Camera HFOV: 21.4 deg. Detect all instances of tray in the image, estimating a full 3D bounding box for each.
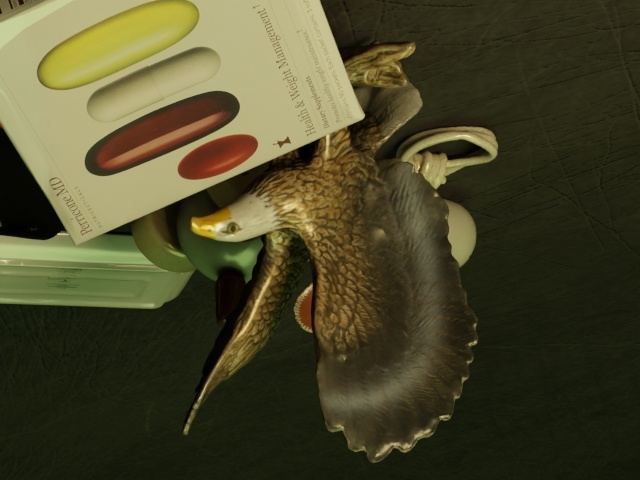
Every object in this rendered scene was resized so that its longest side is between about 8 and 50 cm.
[{"bbox_3d":[-0.250,0.033,1.656,0.270,0.030,0.145,3,154,-21],"label":"tray"}]

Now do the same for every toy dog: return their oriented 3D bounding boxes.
[{"bbox_3d":[0.002,0.012,1.513,0.334,0.161,0.220,-1,156,-14],"label":"toy dog"}]

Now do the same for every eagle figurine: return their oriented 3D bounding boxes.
[{"bbox_3d":[-0.010,0.002,1.301,0.225,0.298,0.226,-8,-172,-9],"label":"eagle figurine"}]

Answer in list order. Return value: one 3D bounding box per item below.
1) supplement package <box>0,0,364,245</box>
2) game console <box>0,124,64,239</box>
[{"bbox_3d":[-0.109,-0.141,1.043,0.203,0.149,0.194,-24,140,1],"label":"supplement package"},{"bbox_3d":[-0.301,-0.127,1.183,0.387,0.060,0.342,8,144,-29],"label":"game console"}]
